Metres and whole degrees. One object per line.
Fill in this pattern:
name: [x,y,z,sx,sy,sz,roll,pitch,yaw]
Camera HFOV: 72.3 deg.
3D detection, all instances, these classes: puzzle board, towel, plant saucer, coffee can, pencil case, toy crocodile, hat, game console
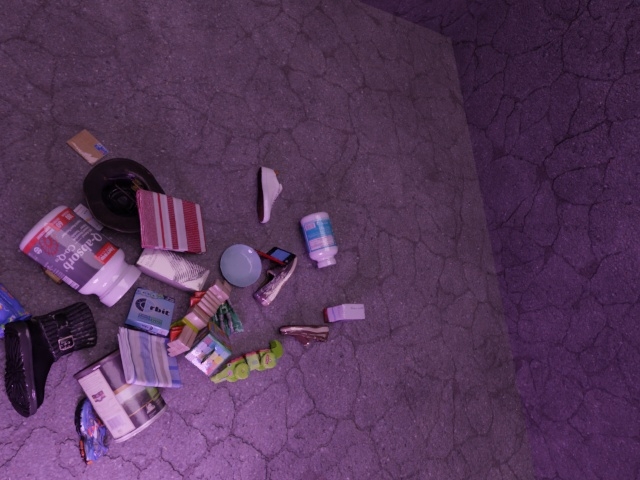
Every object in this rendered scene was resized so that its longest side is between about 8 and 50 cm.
puzzle board: [-0.947,-0.380,1.788,0.128,0.011,0.096,45,56,-13]
towel: [-0.615,0.430,1.595,0.209,0.034,0.285,66,9,28]
plant saucer: [-0.363,0.115,1.982,0.195,0.037,0.194,9,71,-29]
coffee can: [-0.702,0.532,1.548,0.202,0.202,0.275,-32,94,-34]
pencil case: [-1.106,0.178,1.448,0.306,0.133,0.119,53,39,-8]
toy crocodile: [-0.302,0.518,1.853,0.341,0.115,0.105,-13,77,-36]
hat: [-0.796,-0.160,1.742,0.332,0.134,0.330,26,51,-37]
game console: [-0.206,0.058,2.021,0.124,0.144,0.085,-43,138,-34]
towel: [-0.606,-0.069,1.802,0.329,0.037,0.236,13,63,-60]

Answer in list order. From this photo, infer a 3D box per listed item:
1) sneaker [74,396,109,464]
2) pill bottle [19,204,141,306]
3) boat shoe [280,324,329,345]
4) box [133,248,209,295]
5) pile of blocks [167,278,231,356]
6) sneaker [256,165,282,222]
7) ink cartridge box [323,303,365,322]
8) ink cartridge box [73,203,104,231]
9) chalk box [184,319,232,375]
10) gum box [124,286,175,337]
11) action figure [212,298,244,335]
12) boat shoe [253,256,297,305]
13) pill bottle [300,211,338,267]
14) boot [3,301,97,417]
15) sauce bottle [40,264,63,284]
sneaker: [-0.800,0.658,1.533,0.087,0.083,0.220,-6,84,-47]
pill bottle: [-0.853,0.063,1.585,0.363,0.210,0.210,44,58,-19]
boat shoe: [-0.068,0.442,2.034,0.258,0.095,0.095,7,78,-30]
box: [-0.608,0.119,1.795,0.275,0.094,0.113,29,62,-22]
pile of blocks: [-0.506,0.283,1.746,0.112,0.149,0.362,52,50,-23]
sneaker: [-0.237,-0.219,2.119,0.123,0.106,0.289,9,70,-27]
ink cartridge box: [0.113,0.354,2.120,0.128,0.175,0.072,5,73,-30]
ink cartridge box: [-0.908,-0.068,1.692,0.122,0.052,0.088,39,60,-15]
chalk box: [-0.438,0.423,1.708,0.132,0.213,0.132,-43,111,-3]
gum box: [-0.653,0.273,1.692,0.157,0.041,0.184,25,26,-23]
action figure: [-0.420,0.294,1.882,0.137,0.063,0.231,-11,78,-30]
boat shoe: [-0.207,0.165,2.027,0.092,0.103,0.285,42,64,-20]
pill bottle: [0.000,0.000,2.176,0.146,0.146,0.263,-11,82,-34]
boot: [-0.910,0.401,1.505,0.260,0.131,0.347,-12,110,-60]
sauce bottle: [-0.985,0.105,1.597,0.128,0.042,0.042,48,57,-13]
